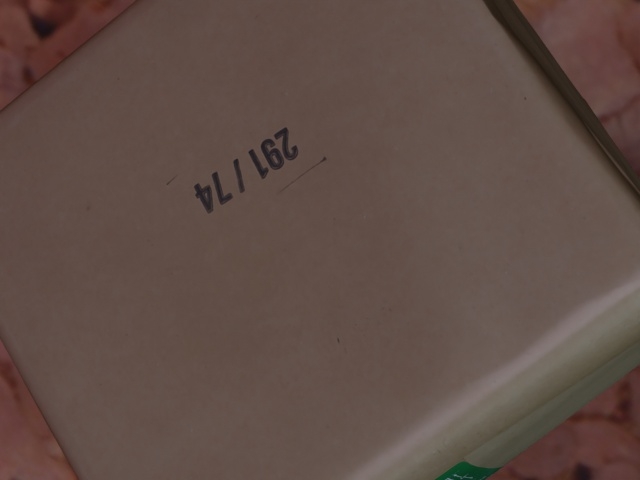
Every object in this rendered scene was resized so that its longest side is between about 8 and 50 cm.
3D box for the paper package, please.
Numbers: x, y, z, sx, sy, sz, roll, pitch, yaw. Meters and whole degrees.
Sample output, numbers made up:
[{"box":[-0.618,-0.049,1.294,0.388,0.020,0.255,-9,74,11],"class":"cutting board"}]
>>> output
[{"box":[0.000,0.000,0.962,0.325,0.168,0.309,-36,70,12],"class":"paper package"}]
